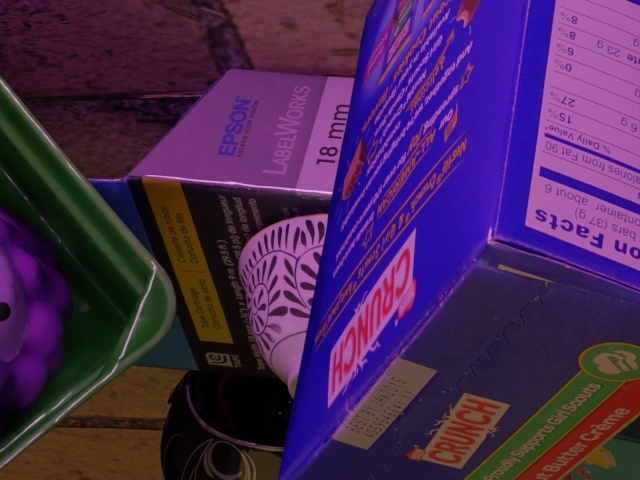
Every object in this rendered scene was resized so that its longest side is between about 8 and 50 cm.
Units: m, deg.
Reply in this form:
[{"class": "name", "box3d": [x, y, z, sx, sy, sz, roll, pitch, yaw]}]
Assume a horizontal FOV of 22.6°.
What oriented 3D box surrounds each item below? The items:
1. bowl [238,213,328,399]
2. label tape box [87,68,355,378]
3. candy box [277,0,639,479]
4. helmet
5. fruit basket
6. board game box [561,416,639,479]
[{"class": "bowl", "box3d": [0.023, 0.063, 0.994, 0.170, 0.080, 0.170, 10, 147, 7]}, {"class": "label tape box", "box3d": [0.000, 0.000, 1.078, 0.334, 0.106, 0.240, 6, 146, 12]}, {"class": "candy box", "box3d": [0.094, -0.048, 0.775, 0.122, 0.317, 0.268, 20, 147, -11]}, {"class": "helmet", "box3d": [-0.047, 0.178, 1.318, 0.169, 0.169, 0.161, 9, 132, 5]}, {"class": "fruit basket", "box3d": [-0.289, -0.016, 0.864, 0.392, 0.283, 0.392, 48, 168, 14]}, {"class": "board game box", "box3d": [0.191, 0.206, 1.210, 0.336, 0.079, 0.253, 9, 129, 31]}]
